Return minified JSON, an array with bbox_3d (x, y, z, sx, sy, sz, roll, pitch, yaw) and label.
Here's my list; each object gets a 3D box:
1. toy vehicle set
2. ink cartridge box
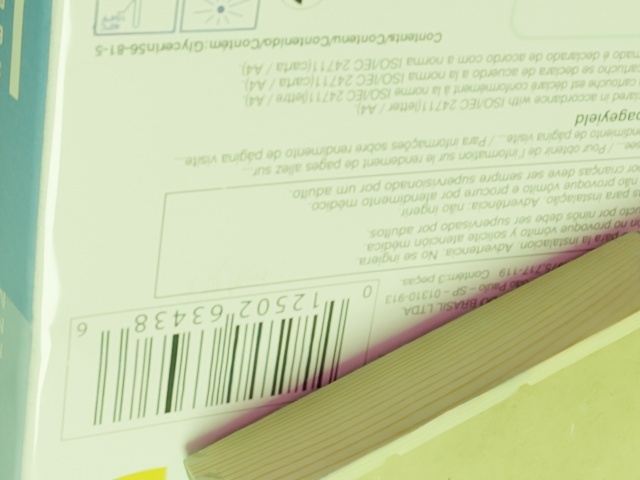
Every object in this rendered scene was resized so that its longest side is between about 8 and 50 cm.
[{"bbox_3d":[0.064,0.143,0.545,0.166,0.035,0.267,-25,126,-15],"label":"toy vehicle set"},{"bbox_3d":[0.000,0.000,0.541,0.270,0.151,0.395,-5,118,-27],"label":"ink cartridge box"}]
